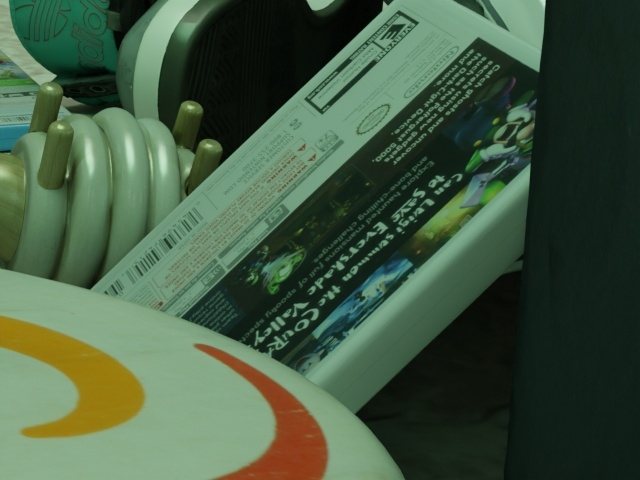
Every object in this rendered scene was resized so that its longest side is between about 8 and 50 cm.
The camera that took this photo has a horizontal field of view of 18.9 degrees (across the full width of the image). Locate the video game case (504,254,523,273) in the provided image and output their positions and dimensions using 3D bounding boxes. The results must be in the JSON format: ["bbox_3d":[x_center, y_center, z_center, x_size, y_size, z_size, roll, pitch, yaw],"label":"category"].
[{"bbox_3d":[0.104,-0.019,0.731,0.232,0.041,0.210,-16,-1,45],"label":"video game case"}]

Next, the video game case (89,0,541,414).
[{"bbox_3d":[0.000,0.000,0.650,0.190,0.022,0.173,-43,26,0],"label":"video game case"}]

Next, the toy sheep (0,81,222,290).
[{"bbox_3d":[-0.081,-0.012,0.761,0.132,0.091,0.091,8,16,-19],"label":"toy sheep"}]

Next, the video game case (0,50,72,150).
[{"bbox_3d":[-0.209,-0.076,1.038,0.119,0.015,0.166,-6,21,-23],"label":"video game case"}]

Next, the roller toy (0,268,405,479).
[{"bbox_3d":[-0.085,0.091,0.359,0.191,0.146,0.209,12,13,-3],"label":"roller toy"}]

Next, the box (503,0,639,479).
[{"bbox_3d":[0.311,-0.082,0.422,0.472,0.480,0.297,1,17,-8],"label":"box"}]

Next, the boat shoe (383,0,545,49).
[{"bbox_3d":[0.102,-0.106,0.980,0.108,0.102,0.301,-24,65,-41],"label":"boat shoe"}]

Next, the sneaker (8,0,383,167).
[{"bbox_3d":[-0.088,-0.114,0.994,0.178,0.123,0.295,14,13,14],"label":"sneaker"}]
